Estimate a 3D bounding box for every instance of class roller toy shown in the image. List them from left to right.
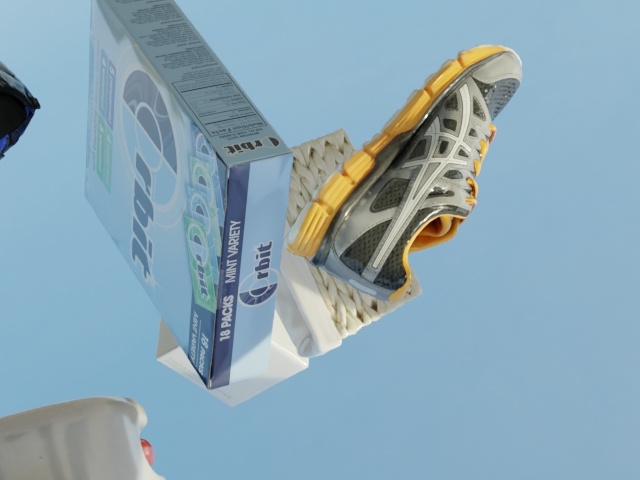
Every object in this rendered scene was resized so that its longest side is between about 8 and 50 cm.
[{"bbox_3d":[-0.199,0.203,1.260,0.209,0.146,0.191,-25,167,38],"label":"roller toy"}]

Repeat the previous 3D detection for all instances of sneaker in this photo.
[{"bbox_3d":[0.068,-0.043,1.117,0.083,0.084,0.215,40,-117,7],"label":"sneaker"}]

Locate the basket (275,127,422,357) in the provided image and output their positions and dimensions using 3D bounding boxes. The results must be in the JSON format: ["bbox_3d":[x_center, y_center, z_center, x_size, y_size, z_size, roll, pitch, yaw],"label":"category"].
[{"bbox_3d":[0.000,0.000,1.441,0.103,0.167,0.113,-26,179,-11],"label":"basket"}]

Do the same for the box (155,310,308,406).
[{"bbox_3d":[-0.077,0.078,1.586,0.102,0.101,0.087,-31,-142,31],"label":"box"}]

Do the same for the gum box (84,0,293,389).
[{"bbox_3d":[-0.079,-0.036,0.980,0.041,0.157,0.184,-13,-137,-24],"label":"gum box"}]

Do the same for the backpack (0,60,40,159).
[{"bbox_3d":[-0.212,-0.056,0.902,0.101,0.098,0.120,-49,-171,18],"label":"backpack"}]
